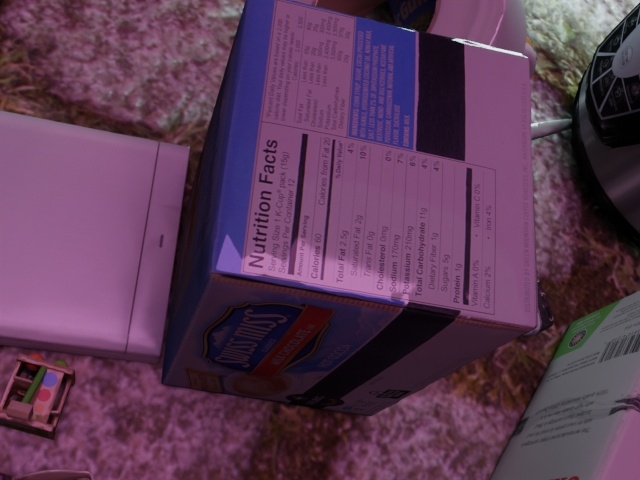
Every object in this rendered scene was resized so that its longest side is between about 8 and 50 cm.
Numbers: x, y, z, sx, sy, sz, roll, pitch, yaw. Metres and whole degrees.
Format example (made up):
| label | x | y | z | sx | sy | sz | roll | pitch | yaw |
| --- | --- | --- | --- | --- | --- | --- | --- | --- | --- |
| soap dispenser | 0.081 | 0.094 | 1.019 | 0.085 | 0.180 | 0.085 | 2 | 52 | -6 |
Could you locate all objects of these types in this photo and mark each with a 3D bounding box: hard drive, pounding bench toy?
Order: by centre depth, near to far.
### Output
| label | x | y | z | sx | sy | sz | roll | pitch | yaw |
| --- | --- | --- | --- | --- | --- | --- | --- | --- | --- |
| pounding bench toy | -0.252 | 0.133 | 0.693 | 0.052 | 0.083 | 0.065 | 18 | 65 | -9 |
| hard drive | -0.318 | -0.018 | 0.757 | 0.353 | 0.047 | 0.233 | 9 | 65 | -13 |

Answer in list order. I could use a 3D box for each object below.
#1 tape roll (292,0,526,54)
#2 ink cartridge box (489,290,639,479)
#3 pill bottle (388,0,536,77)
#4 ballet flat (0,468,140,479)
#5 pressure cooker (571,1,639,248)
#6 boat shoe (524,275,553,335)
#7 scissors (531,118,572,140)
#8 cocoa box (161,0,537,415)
| label | x | y | z | sx | sy | sz | roll | pitch | yaw |
| --- | --- | --- | --- | --- | --- | --- | --- | --- | --- |
| tape roll | 0.074 | -0.227 | 0.848 | 0.286 | 0.100 | 0.286 | -7 | 73 | 24 |
| ink cartridge box | 0.295 | 0.190 | 0.777 | 0.115 | 0.198 | 0.273 | 37 | 63 | -1 |
| pill bottle | 0.159 | -0.308 | 0.970 | 0.152 | 0.152 | 0.272 | -5 | 69 | -19 |
| ballet flat | -0.199 | 0.241 | 0.678 | 0.221 | 0.077 | 0.079 | 17 | 45 | -10 |
| pressure cooker | 0.547 | -0.187 | 0.890 | 0.375 | 0.420 | 0.370 | -36 | 85 | -27 |
| boat shoe | 0.232 | 0.041 | 0.908 | 0.040 | 0.049 | 0.142 | -8 | 77 | -27 |
| scissors | 0.229 | -0.137 | 0.978 | 0.297 | 0.021 | 0.109 | -32 | 83 | -31 |
| cocoa box | 0.000 | 0.000 | 0.680 | 0.228 | 0.347 | 0.231 | 10 | 66 | -13 |
